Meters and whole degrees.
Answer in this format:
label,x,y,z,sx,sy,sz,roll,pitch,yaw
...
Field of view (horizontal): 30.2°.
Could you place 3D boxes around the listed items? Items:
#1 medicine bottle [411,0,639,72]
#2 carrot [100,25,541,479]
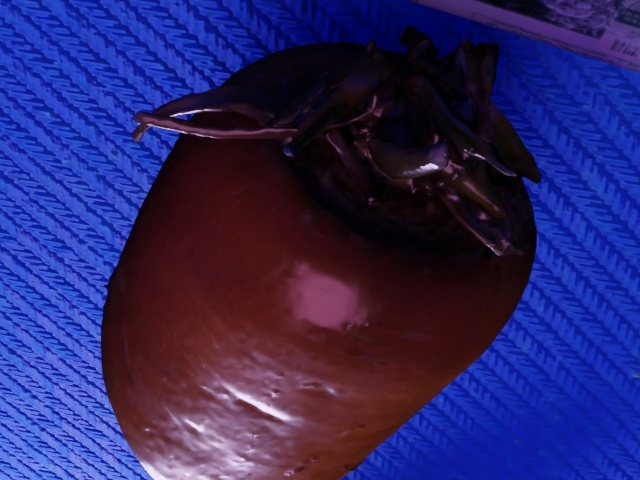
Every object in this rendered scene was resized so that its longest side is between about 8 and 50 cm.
label,x,y,z,sx,sy,sz,roll,pitch,yaw
medicine bottle,0.121,-0.146,0.486,0.293,0.141,0.141,18,134,3
carrot,0.000,0.000,0.625,0.214,0.193,0.331,47,137,3
